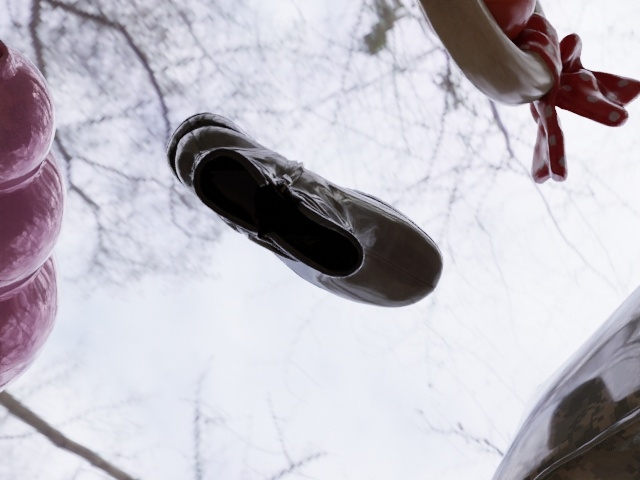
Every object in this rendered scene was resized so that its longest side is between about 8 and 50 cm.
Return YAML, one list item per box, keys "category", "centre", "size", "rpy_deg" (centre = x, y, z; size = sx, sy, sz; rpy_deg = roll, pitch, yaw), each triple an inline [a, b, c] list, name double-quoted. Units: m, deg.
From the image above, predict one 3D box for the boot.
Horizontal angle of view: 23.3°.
- category: "boot"
  centre: [0.000, 0.000, 1.108]
  size: [0.083, 0.246, 0.161]
  rpy_deg: [-58, -159, 6]

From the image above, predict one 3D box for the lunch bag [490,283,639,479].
- category: "lunch bag"
  centre: [0.242, 0.117, 1.003]
  size: [0.169, 0.235, 0.287]
  rpy_deg: [37, -55, 2]

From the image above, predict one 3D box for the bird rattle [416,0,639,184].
- category: "bird rattle"
  centre: [0.113, -0.158, 1.068]
  size: [0.143, 0.207, 0.253]
  rpy_deg: [-17, -95, 29]

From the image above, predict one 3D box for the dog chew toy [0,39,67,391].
- category: "dog chew toy"
  centre: [-0.293, -0.021, 1.222]
  size: [0.207, 0.332, 0.206]
  rpy_deg: [13, -140, -11]
